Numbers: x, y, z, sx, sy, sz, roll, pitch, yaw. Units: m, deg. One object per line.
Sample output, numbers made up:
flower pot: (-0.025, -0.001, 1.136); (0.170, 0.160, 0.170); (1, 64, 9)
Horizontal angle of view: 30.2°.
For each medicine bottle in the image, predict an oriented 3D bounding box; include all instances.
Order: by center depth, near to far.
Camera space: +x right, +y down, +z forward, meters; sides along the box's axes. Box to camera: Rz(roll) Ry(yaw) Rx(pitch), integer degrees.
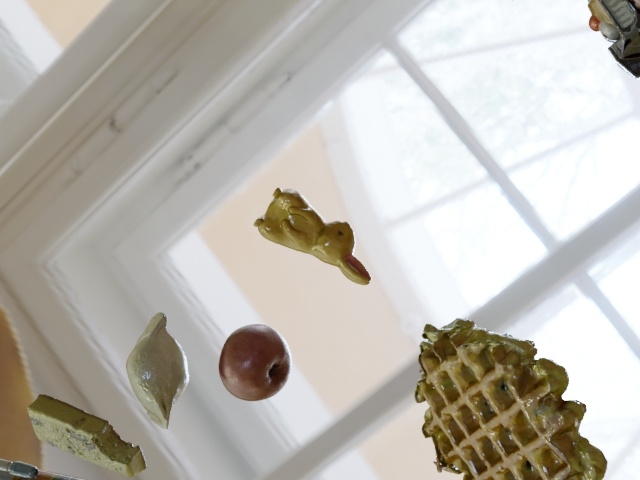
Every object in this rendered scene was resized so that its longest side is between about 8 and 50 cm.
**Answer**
medicine bottle: (-0.406, 0.313, 1.544); (0.061, 0.221, 0.092); (-65, -25, -45)

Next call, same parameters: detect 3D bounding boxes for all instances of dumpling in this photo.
dumpling: (-0.333, 0.269, 2.362); (0.126, 0.166, 0.215); (-25, -96, -35)

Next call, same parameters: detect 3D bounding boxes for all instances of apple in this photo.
apple: (-0.124, 0.238, 2.289); (0.120, 0.153, 0.153); (18, -178, 33)

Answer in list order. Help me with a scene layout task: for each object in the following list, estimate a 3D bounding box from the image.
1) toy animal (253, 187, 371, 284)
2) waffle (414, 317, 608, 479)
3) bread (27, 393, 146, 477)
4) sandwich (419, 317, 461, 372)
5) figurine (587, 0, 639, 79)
toy animal: (0.002, -0.002, 1.458); (0.159, 0.070, 0.083); (33, -173, 9)
waffle: (0.236, 0.249, 1.545); (0.325, 0.068, 0.302); (24, 131, 50)
bread: (-0.409, 0.342, 2.073); (0.226, 0.088, 0.049); (16, -140, 27)
sandwich: (0.226, 0.201, 2.029); (0.074, 0.074, 0.116); (46, -146, -14)
figurine: (0.418, -0.373, 1.654); (0.308, 0.143, 0.308); (25, -133, -30)
